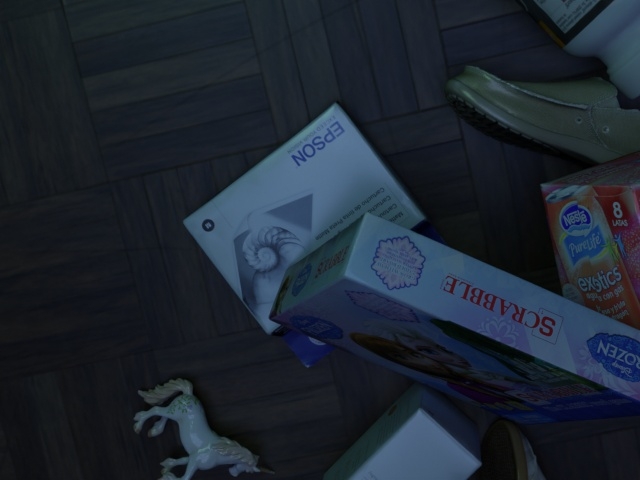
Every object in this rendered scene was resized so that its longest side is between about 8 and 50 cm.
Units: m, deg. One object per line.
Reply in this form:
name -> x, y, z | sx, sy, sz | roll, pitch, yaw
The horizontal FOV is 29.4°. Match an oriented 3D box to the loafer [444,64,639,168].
loafer -> 0.258, -0.132, 1.279 | 0.268, 0.102, 0.092 | 20, 89, -12

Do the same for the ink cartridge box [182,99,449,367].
ink cartridge box -> 0.000, 0.000, 1.348 | 0.223, 0.045, 0.224 | -38, 95, 10

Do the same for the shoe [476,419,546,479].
shoe -> 0.220, 0.305, 1.338 | 0.058, 0.219, 0.076 | 15, 147, -31

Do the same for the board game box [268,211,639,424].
board game box -> 0.133, 0.091, 1.193 | 0.318, 0.318, 0.066 | 23, 75, -8

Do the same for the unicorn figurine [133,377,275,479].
unicorn figurine -> -0.142, 0.231, 1.393 | 0.111, 0.060, 0.162 | -27, 97, 10

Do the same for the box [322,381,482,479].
box -> 0.086, 0.252, 1.341 | 0.091, 0.130, 0.170 | 43, 101, -2

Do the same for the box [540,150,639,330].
box -> 0.385, -0.025, 1.193 | 0.300, 0.142, 0.154 | -18, 100, -24

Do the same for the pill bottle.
pill bottle -> 0.260, -0.283, 1.207 | 0.162, 0.162, 0.278 | -43, 89, 11
